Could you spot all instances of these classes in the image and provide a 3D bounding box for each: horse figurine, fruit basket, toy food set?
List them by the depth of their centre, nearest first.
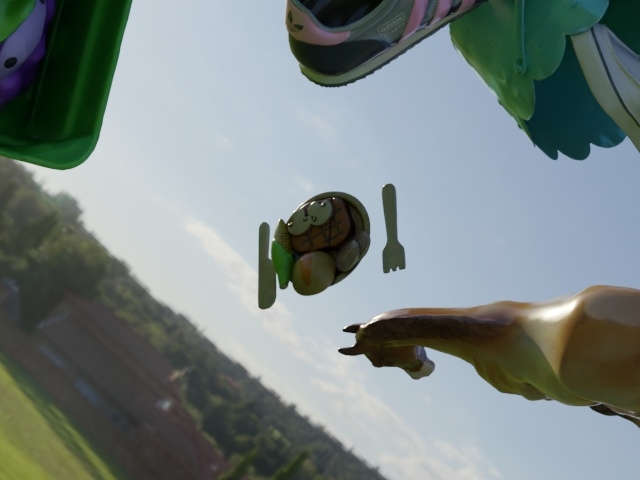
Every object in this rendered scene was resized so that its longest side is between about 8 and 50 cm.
[{"bbox_3d":[0.149,0.068,0.575,0.175,0.066,0.263,27,-12,-26],"label":"horse figurine"},{"bbox_3d":[-0.232,-0.249,0.776,0.283,0.391,0.392,14,10,-37],"label":"fruit basket"},{"bbox_3d":[0.000,0.000,1.297,0.038,0.192,0.132,38,42,-51],"label":"toy food set"}]

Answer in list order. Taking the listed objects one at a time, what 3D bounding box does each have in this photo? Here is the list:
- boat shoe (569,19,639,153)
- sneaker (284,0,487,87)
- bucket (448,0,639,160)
[{"bbox_3d":[0.359,-0.160,1.223,0.258,0.084,0.095,39,37,-38],"label":"boat shoe"},{"bbox_3d":[0.102,-0.283,1.144,0.112,0.319,0.131,50,-2,23],"label":"sneaker"},{"bbox_3d":[0.296,-0.247,1.296,0.183,0.281,0.281,52,-4,30],"label":"bucket"}]
